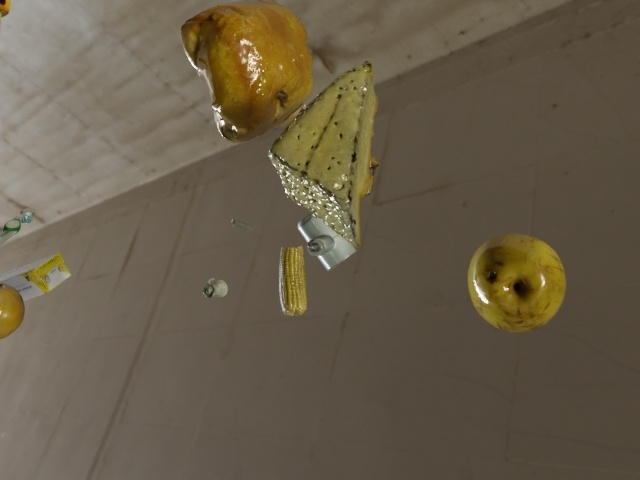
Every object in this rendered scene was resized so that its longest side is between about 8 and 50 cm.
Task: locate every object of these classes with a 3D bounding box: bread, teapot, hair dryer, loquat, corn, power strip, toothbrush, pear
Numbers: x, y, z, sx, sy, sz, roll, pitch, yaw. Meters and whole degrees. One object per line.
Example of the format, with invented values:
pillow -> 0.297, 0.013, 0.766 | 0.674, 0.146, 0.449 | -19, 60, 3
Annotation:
bread -> 0.077, -0.177, 1.287 | 0.315, 0.248, 0.279 | -40, -116, -5
teapot -> -0.334, 0.151, 1.928 | 0.057, 0.067, 0.083 | -21, 177, 18
hair dryer -> 0.000, 0.000, 1.704 | 0.107, 0.173, 0.357 | -38, 177, 8
loquat -> -0.953, 0.200, 1.798 | 0.149, 0.204, 0.172 | -15, -127, -5
corn -> -0.096, 0.136, 2.116 | 0.093, 0.093, 0.244 | -19, -112, 39
power strip -> -0.277, -0.055, 2.152 | 0.027, 0.083, 0.017 | 41, -71, 53
toothbrush -> -0.589, -0.024, 1.171 | 0.030, 0.030, 0.304 | -48, -162, 1
bread -> -0.174, -0.454, 1.627 | 0.250, 0.361, 0.394 | -14, -163, 22
pear -> 0.528, 0.115, 1.669 | 0.280, 0.280, 0.281 | -32, -145, 25

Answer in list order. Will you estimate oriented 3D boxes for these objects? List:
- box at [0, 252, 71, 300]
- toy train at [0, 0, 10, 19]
box -> -1.053, 0.150, 2.187 | 0.265, 0.097, 0.168 | -19, -164, 11
toy train -> -0.738, -0.430, 1.279 | 0.100, 0.160, 0.296 | 0, -96, 32
